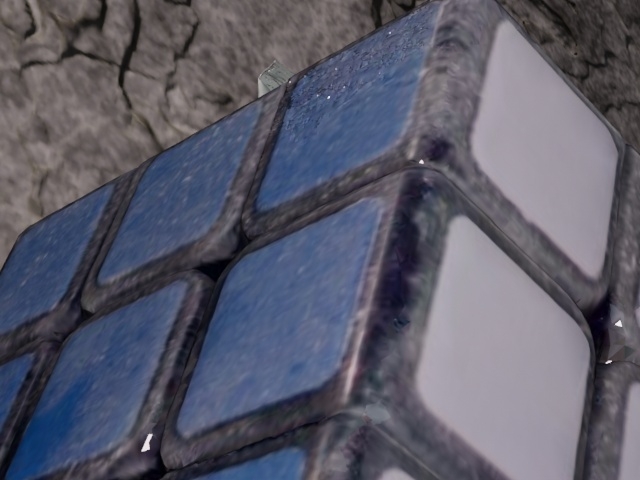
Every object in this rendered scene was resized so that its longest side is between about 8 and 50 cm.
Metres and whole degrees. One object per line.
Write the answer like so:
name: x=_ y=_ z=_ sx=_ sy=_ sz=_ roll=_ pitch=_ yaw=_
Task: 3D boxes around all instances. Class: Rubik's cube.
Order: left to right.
Rubik's cube: x=0.018 y=0.139 z=0.579 sx=0.304 sy=0.305 sz=0.301 roll=43 pitch=45 yaw=-27

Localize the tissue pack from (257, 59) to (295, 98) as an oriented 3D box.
tissue pack: x=0.000 y=0.000 z=0.844 sx=0.122 sy=0.026 sz=0.193 roll=29 pitch=52 yaw=-37
